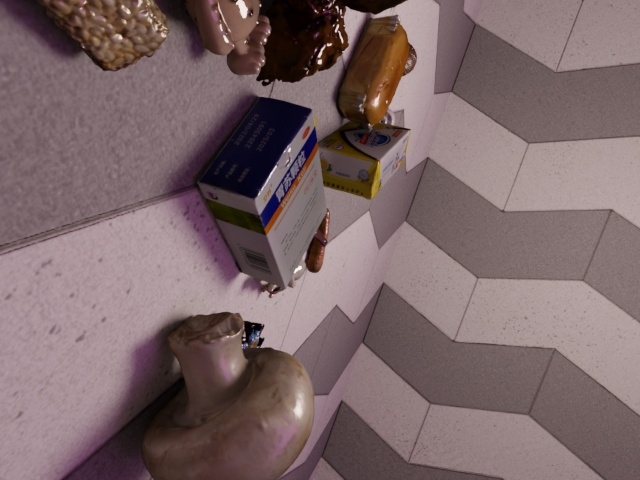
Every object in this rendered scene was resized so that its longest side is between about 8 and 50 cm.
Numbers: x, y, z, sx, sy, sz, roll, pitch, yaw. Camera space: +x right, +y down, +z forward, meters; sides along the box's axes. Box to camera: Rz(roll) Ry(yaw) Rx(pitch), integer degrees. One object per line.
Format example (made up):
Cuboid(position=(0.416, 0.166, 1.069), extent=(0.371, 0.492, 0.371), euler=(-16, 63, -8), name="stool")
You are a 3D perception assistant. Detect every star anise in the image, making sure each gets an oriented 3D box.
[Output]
Cuboid(position=(0.007, -0.327, 0.618), extent=(0.237, 0.148, 0.346), euler=(-60, -159, -7), name="star anise")

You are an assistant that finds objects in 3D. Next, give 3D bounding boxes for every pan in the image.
Cuboid(position=(-0.026, -0.038, 1.102), extent=(0.114, 0.040, 0.212), euler=(-65, 155, -16), name="pan")

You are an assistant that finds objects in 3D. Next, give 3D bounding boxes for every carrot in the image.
Cuboid(position=(0.000, 0.000, 1.220), extent=(0.047, 0.047, 0.191), euler=(-23, 131, -66), name="carrot")

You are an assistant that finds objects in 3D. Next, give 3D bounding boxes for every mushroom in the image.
Cuboid(position=(-0.171, 0.270, 0.752), extent=(0.297, 0.298, 0.290), euler=(-43, 112, -55), name="mushroom")

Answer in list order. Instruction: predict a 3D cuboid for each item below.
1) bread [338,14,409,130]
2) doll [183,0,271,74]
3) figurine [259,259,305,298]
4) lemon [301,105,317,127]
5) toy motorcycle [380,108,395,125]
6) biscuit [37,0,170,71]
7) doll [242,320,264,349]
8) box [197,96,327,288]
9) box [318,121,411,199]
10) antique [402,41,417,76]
Cuboid(position=(0.133, -0.404, 1.070), extent=(0.241, 0.107, 0.136), euler=(-68, 160, -5), name="bread")
Cuboid(position=(-0.113, -0.292, 0.461), extent=(0.278, 0.119, 0.154), euler=(27, 69, -79), name="doll")
Cuboid(position=(-0.091, 0.093, 0.992), extent=(0.146, 0.081, 0.098), euler=(-48, 153, -49), name="figurine")
Cuboid(position=(-0.040, -0.220, 0.830), extent=(0.092, 0.065, 0.065), euler=(-26, 133, -68), name="lemon")
Cuboid(position=(0.161, -0.259, 1.288), extent=(0.112, 0.112, 0.254), euler=(-34, 145, -61), name="toy motorcycle")
Cuboid(position=(-0.194, -0.217, 0.361), extent=(0.168, 0.082, 0.070), euler=(62, 8, -69), name="biscuit")
Cuboid(position=(-0.172, 0.279, 0.985), extent=(0.096, 0.070, 0.195), euler=(20, 83, -57), name="doll")
Cuboid(position=(-0.083, -0.071, 0.794), extent=(0.299, 0.106, 0.200), euler=(82, 31, -58), name="box")
Cuboid(position=(0.106, -0.215, 1.104), extent=(0.265, 0.168, 0.097), euler=(-46, 147, -49), name="box")
Cuboid(position=(0.218, -0.502, 1.220), extent=(0.104, 0.104, 0.104), euler=(-56, 158, -37), name="antique")
